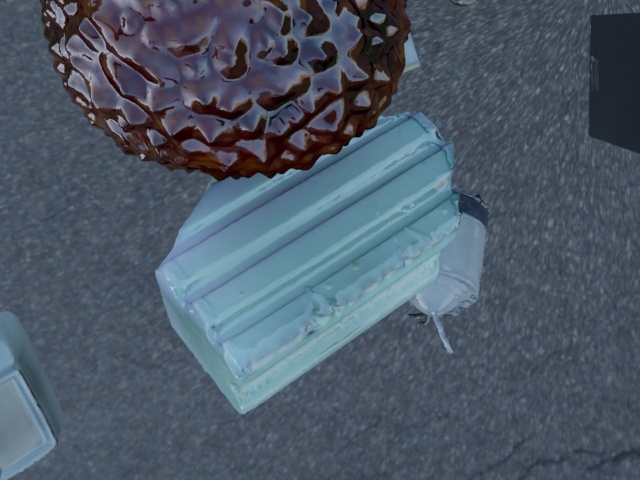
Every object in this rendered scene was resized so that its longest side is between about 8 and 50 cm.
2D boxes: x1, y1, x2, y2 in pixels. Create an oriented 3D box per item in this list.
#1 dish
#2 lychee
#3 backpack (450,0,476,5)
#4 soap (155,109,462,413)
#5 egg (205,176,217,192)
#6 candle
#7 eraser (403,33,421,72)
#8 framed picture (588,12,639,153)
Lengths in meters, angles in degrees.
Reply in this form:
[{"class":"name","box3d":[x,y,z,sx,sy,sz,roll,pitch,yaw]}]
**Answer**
[{"class":"dish","box3d":[-0.391,0.207,1.039,0.077,0.151,0.212,34,145,38]},{"class":"lychee","box3d":[-0.134,-0.284,1.020,0.500,0.424,0.424,22,114,-10]},{"class":"backpack","box3d":[0.276,-0.540,1.545,0.229,0.139,0.229,-1,145,-1]},{"class":"soap","box3d":[0.000,0.000,1.185,0.261,0.446,0.156,46,158,26]},{"class":"egg","box3d":[-0.145,-0.077,1.604,0.131,0.164,0.131,-1,87,13]},{"class":"candle","box3d":[0.243,0.063,1.766,0.187,0.330,0.187,10,151,5]},{"class":"eraser","box3d":[0.069,-0.384,1.727,0.230,0.038,0.157,-18,80,8]},{"class":"framed picture","box3d":[0.579,-0.303,1.652,0.014,0.338,0.255,-5,104,-3]}]
